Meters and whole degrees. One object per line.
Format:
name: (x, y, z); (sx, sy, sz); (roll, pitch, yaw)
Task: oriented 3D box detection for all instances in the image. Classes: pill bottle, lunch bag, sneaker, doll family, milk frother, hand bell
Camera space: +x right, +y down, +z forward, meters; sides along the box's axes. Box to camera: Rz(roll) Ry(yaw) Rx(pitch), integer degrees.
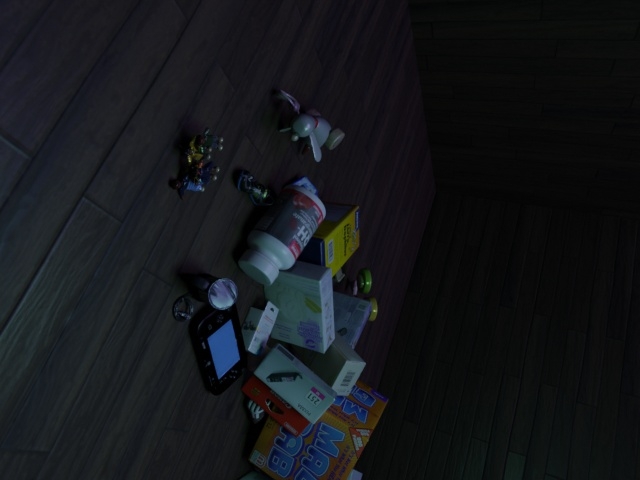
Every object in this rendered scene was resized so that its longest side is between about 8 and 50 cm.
pill bottle: (-0.130, -0.016, 1.498); (0.319, 0.176, 0.176); (-57, 149, -25)
lunch bag: (-0.073, -0.153, 1.695); (0.129, 0.096, 0.152); (-42, 123, -50)
sneaker: (-0.199, -0.163, 1.420); (0.188, 0.078, 0.067); (50, 55, -60)
sneaker: (-0.192, 0.597, 1.777); (0.281, 0.106, 0.163); (-40, 146, -47)
doll family: (-0.318, -0.193, 1.155); (0.111, 0.075, 0.193); (-22, 124, -67)
milk frother: (-0.318, 0.163, 1.233); (0.129, 0.134, 0.143); (14, 84, -35)
hand bell: (-0.133, 0.444, 1.636); (0.126, 0.241, 0.126); (-40, 136, -55)

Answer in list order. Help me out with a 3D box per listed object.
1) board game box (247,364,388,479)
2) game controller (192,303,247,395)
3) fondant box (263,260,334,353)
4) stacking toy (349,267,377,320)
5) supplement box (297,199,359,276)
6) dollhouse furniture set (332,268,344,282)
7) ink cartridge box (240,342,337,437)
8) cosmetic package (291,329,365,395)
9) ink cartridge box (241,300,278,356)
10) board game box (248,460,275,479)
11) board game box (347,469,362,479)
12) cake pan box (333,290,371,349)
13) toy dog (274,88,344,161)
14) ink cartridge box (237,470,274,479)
board game box: (0.002, 0.737, 1.786); (0.357, 0.356, 0.356); (-65, 164, 13)
game controller: (-0.309, 0.336, 1.417); (0.166, 0.067, 0.320); (-49, 142, -48)
fondant box: (-0.078, 0.235, 1.667); (0.096, 0.238, 0.331); (-48, 141, -50)
stacking toy: (0.160, 0.295, 2.308); (0.309, 0.130, 0.280); (127, -37, -59)
supplement box: (0.000, 0.000, 1.787); (0.356, 0.194, 0.196); (-44, 138, -52)
dollhouse furniture set: (-0.022, 0.185, 1.954); (0.259, 0.135, 0.262); (-45, 141, -33)
ink cartridge box: (-0.120, 0.533, 1.573); (0.239, 0.275, 0.060); (-52, 176, 12)
cosmetic package: (0.025, 0.451, 1.799); (0.113, 0.309, 0.160); (19, 102, -39)
ink cartridge box: (-0.221, 0.305, 1.600); (0.182, 0.061, 0.104); (-68, 154, -20)
board game box: (-0.198, 0.976, 1.850); (0.027, 0.144, 0.282); (-54, 146, -37)
board game box: (0.033, 1.126, 2.228); (0.098, 0.303, 0.224); (-66, 153, -25)
cake pan box: (0.079, 0.352, 2.061); (0.070, 0.245, 0.267); (81, 29, -45)
toy dog: (-0.051, -0.362, 1.567); (0.161, 0.220, 0.333); (-52, 154, 19)
ink cartridge box: (-0.307, 1.068, 1.672); (0.271, 0.129, 0.310); (14, 88, -65)
